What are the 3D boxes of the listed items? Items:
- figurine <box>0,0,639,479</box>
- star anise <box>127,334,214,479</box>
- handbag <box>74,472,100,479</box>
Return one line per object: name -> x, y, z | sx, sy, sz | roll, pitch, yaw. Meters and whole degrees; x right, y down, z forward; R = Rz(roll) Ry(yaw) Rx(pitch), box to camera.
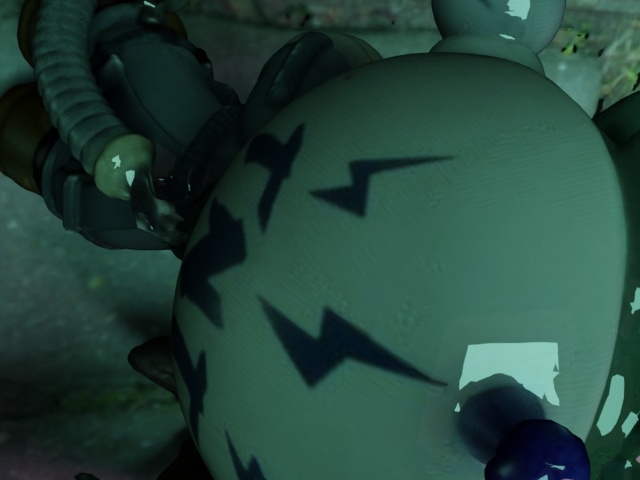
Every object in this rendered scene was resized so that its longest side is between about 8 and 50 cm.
figurine -> 0.001, 0.003, 0.508 | 0.186, 0.382, 0.261 | -7, 117, -34
star anise -> 0.036, 0.109, 0.732 | 0.332, 0.117, 0.331 | -6, 107, -19
handbag -> -0.218, 0.243, 0.525 | 0.416, 0.180, 0.317 | -16, 152, 10
